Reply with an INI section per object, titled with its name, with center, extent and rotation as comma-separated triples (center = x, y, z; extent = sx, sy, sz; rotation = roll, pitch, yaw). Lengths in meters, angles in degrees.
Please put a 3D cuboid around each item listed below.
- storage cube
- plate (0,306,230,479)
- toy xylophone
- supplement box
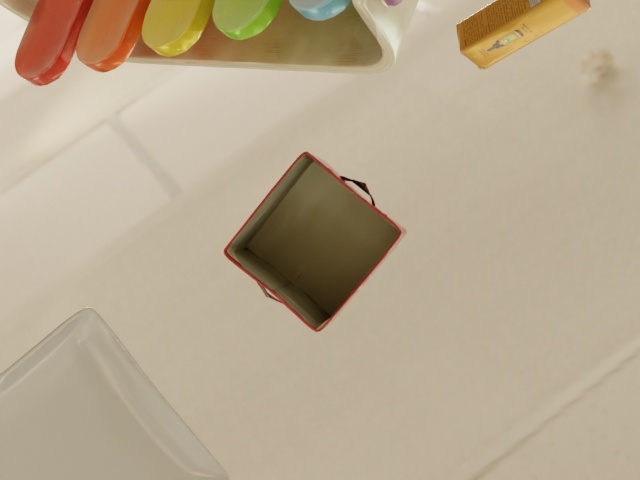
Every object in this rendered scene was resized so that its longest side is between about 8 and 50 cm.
[storage cube]
center = 0.000, 0.000, 1.948
extent = 0.215, 0.183, 0.193
rotation = -51, 176, 4
[plate]
center = -0.286, 0.263, 1.537
extent = 0.278, 0.277, 0.045
rotation = -40, -176, -31
[toy xylophone]
center = -0.045, -0.194, 0.771
extent = 0.322, 0.081, 0.236
rotation = -1, -114, 38
[supplement box]
center = 0.353, -0.394, 2.351
extent = 0.233, 0.078, 0.080
rotation = -30, -131, 29
